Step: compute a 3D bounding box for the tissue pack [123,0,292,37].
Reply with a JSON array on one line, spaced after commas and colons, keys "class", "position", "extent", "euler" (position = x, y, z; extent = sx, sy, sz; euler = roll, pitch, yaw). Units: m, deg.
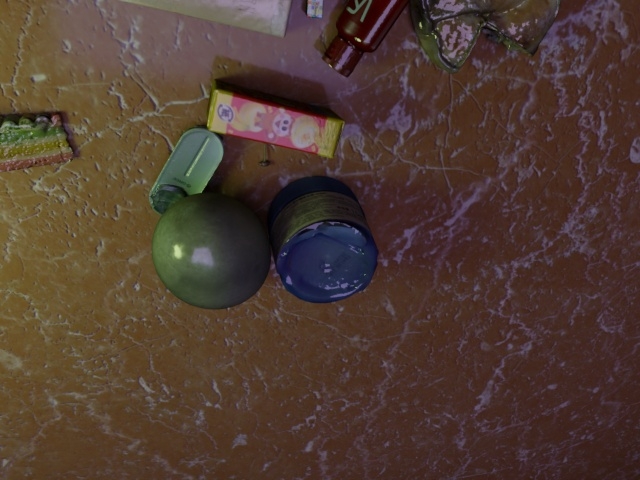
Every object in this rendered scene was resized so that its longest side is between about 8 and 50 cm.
[{"class": "tissue pack", "position": [-0.208, -0.500, 0.952], "extent": [0.325, 0.071, 0.170], "euler": [7, 120, -16]}]

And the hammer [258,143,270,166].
[{"class": "hammer", "position": [-0.131, -0.230, 1.187], "extent": [0.029, 0.014, 0.123], "euler": [-10, 123, -21]}]

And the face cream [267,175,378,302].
[{"class": "face cream", "position": [0.000, 0.000, 1.240], "extent": [0.249, 0.225, 0.249], "euler": [-4, 124, -7]}]

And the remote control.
[{"class": "remote control", "position": [-0.309, -0.155, 1.176], "extent": [0.104, 0.052, 0.247], "euler": [28, 115, -25]}]

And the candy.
[{"class": "candy", "position": [-0.100, -0.260, 1.088], "extent": [0.276, 0.146, 0.088], "euler": [11, 111, -16]}]

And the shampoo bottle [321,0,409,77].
[{"class": "shampoo bottle", "position": [0.116, -0.477, 1.009], "extent": [0.076, 0.118, 0.314], "euler": [3, 131, -54]}]

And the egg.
[{"class": "egg", "position": [-0.241, 0.027, 1.164], "extent": [0.258, 0.258, 0.352], "euler": [-17, 157, 0]}]

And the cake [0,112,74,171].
[{"class": "cake", "position": [-0.654, -0.211, 1.077], "extent": [0.225, 0.090, 0.109], "euler": [-15, 125, -24]}]

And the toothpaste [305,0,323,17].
[{"class": "toothpaste", "position": [-0.008, -0.522, 0.994], "extent": [0.034, 0.046, 0.164], "euler": [0, 124, -7]}]

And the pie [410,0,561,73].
[{"class": "pie", "position": [0.345, -0.515, 1.055], "extent": [0.337, 0.075, 0.337], "euler": [-4, 119, -6]}]
